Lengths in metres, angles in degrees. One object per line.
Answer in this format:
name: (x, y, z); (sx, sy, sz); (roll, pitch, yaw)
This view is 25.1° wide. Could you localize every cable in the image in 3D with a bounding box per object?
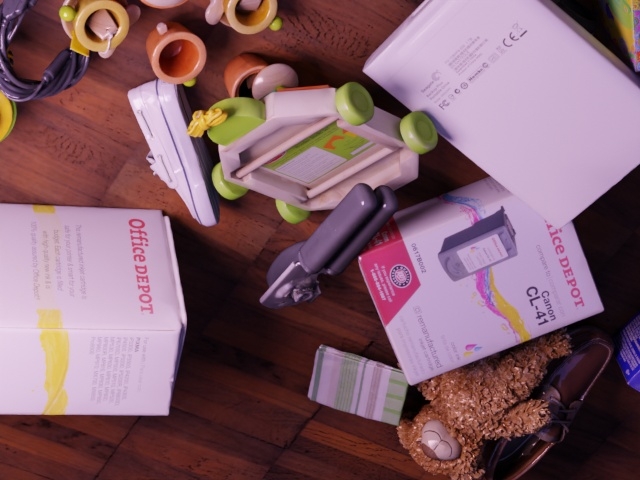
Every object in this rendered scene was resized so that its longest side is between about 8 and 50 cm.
cable: (-0.343, -0.256, 1.793); (0.150, 0.047, 0.184); (27, 84, -50)

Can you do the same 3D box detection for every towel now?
towel: (0.061, 0.225, 2.240); (0.152, 0.023, 0.113); (16, 127, 8)

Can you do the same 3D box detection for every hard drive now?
hard drive: (0.264, -0.194, 1.882); (0.353, 0.047, 0.233); (38, 123, -14)

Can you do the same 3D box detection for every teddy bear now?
teddy bear: (0.245, 0.231, 2.236); (0.338, 0.113, 0.245); (-41, 102, 17)

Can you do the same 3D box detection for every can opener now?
can opener: (0.000, 0.000, 2.023); (0.076, 0.095, 0.283); (4, 141, -37)

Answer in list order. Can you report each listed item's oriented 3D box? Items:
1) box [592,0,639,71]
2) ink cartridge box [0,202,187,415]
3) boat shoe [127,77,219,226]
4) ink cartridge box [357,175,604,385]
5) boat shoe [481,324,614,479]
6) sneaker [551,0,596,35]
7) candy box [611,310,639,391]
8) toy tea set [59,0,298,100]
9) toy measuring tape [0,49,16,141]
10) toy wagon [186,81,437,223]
box: (0.495, -0.408, 1.827); (0.279, 0.177, 0.290); (-14, 127, -3)
ink cartridge box: (-0.389, 0.089, 1.919); (0.385, 0.279, 0.160); (2, 125, -14)
boat shoe: (-0.198, -0.118, 1.951); (0.076, 0.083, 0.226); (-11, 116, 10)
ink cartridge box: (0.225, 0.044, 2.085); (0.306, 0.131, 0.226); (-21, 108, 5)
boat shoe: (0.365, 0.276, 2.320); (0.123, 0.116, 0.324); (23, 117, -26)
sneaker: (0.304, -0.355, 1.880); (0.222, 0.083, 0.118); (29, 114, -27)
candy box: (0.667, 0.141, 2.289); (0.268, 0.122, 0.317); (30, 115, -27)
toy tea set: (-0.146, -0.263, 1.796); (0.336, 0.124, 0.200); (20, 111, -36)
toy measuring tape: (-0.478, -0.127, 1.852); (0.121, 0.121, 0.330); (25, 115, -27)
toy wagon: (-0.026, -0.128, 1.899); (0.344, 0.068, 0.267); (20, 144, -39)
